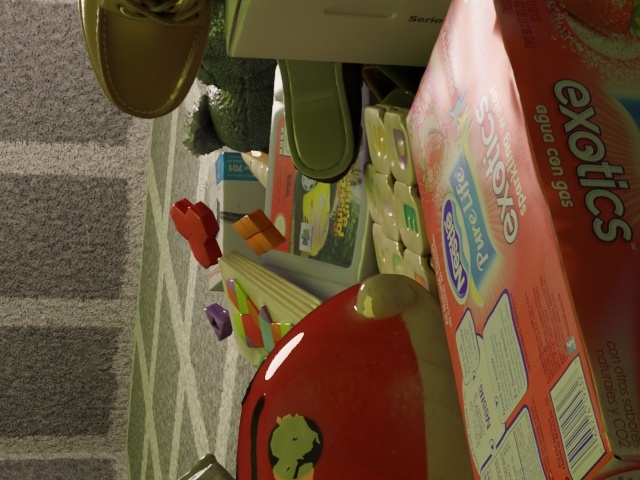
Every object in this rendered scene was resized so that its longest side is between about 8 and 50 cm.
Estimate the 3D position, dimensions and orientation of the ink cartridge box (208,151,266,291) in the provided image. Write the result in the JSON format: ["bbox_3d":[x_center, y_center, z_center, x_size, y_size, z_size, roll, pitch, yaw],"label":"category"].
[{"bbox_3d":[-0.119,-0.024,1.864,0.139,0.082,0.191,145,127,-73],"label":"ink cartridge box"}]

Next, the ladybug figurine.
[{"bbox_3d":[0.028,0.235,0.969,0.305,0.161,0.450,-133,38,-65],"label":"ladybug figurine"}]

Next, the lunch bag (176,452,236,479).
[{"bbox_3d":[-0.059,0.400,1.286,0.235,0.169,0.287,49,171,48],"label":"lunch bag"}]

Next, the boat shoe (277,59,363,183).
[{"bbox_3d":[-0.001,-0.166,1.172,0.068,0.081,0.228,31,-122,-79],"label":"boat shoe"}]

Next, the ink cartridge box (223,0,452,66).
[{"bbox_3d":[0.014,-0.298,1.097,0.117,0.201,0.278,117,151,-62],"label":"ink cartridge box"}]

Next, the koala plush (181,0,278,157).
[{"bbox_3d":[-0.092,-0.202,1.522,0.203,0.196,0.221,-99,9,-62],"label":"koala plush"}]

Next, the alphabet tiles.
[{"bbox_3d":[0.078,0.030,1.042,0.278,0.021,0.284,-141,41,-74],"label":"alphabet tiles"}]

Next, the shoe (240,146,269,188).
[{"bbox_3d":[-0.063,-0.092,1.652,0.219,0.076,0.058,-139,57,-70],"label":"shoe"}]

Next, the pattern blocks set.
[{"bbox_3d":[-0.044,0.096,1.294,0.324,0.026,0.286,17,130,55],"label":"pattern blocks set"}]

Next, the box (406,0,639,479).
[{"bbox_3d":[0.148,0.007,0.641,0.154,0.142,0.300,110,158,-52],"label":"box"}]

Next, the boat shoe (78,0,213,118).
[{"bbox_3d":[-0.146,-0.238,1.074,0.110,0.121,0.341,-102,16,-51],"label":"boat shoe"}]

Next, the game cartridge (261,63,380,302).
[{"bbox_3d":[0.015,-0.050,1.262,0.196,0.060,0.294,10,98,52],"label":"game cartridge"}]

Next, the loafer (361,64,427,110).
[{"bbox_3d":[0.079,-0.108,1.101,0.170,0.061,0.062,-109,24,-56],"label":"loafer"}]
